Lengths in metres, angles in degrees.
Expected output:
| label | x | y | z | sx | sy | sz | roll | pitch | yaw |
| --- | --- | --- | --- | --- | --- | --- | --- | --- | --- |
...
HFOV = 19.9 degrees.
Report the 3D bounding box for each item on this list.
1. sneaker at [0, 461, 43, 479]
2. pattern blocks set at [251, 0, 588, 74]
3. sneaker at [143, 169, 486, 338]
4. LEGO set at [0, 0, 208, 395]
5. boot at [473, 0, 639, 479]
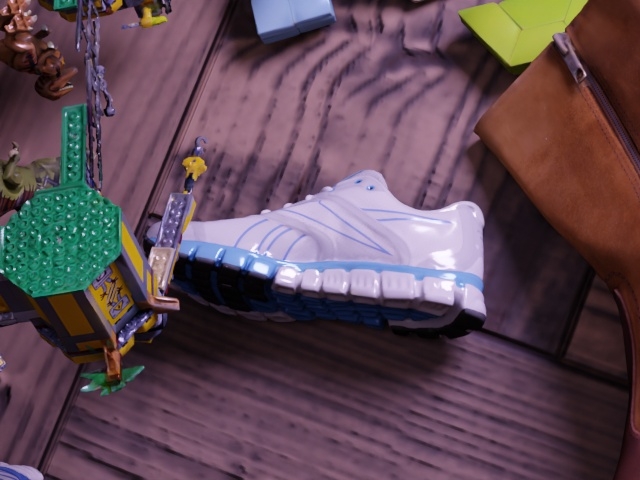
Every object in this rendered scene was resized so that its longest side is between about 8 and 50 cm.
| label | x | y | z | sx | sy | sz | roll | pitch | yaw |
| --- | --- | --- | --- | --- | --- | --- | --- | --- | --- |
| sneaker | -0.300 | 0.200 | 0.960 | 0.330 | 0.147 | 0.130 | -27 | 72 | 6 |
| pattern blocks set | 0.104 | -0.230 | 1.037 | 0.324 | 0.026 | 0.285 | -6 | 75 | 11 |
| sneaker | 0.000 | 0.000 | 0.990 | 0.190 | 0.071 | 0.083 | 7 | 68 | 9 |
| LEGO set | -0.181 | -0.027 | 0.985 | 0.255 | 0.192 | 0.331 | -17 | 56 | 2 |
| boot | 0.146 | 0.033 | 0.917 | 0.264 | 0.096 | 0.280 | -56 | 52 | 33 |
